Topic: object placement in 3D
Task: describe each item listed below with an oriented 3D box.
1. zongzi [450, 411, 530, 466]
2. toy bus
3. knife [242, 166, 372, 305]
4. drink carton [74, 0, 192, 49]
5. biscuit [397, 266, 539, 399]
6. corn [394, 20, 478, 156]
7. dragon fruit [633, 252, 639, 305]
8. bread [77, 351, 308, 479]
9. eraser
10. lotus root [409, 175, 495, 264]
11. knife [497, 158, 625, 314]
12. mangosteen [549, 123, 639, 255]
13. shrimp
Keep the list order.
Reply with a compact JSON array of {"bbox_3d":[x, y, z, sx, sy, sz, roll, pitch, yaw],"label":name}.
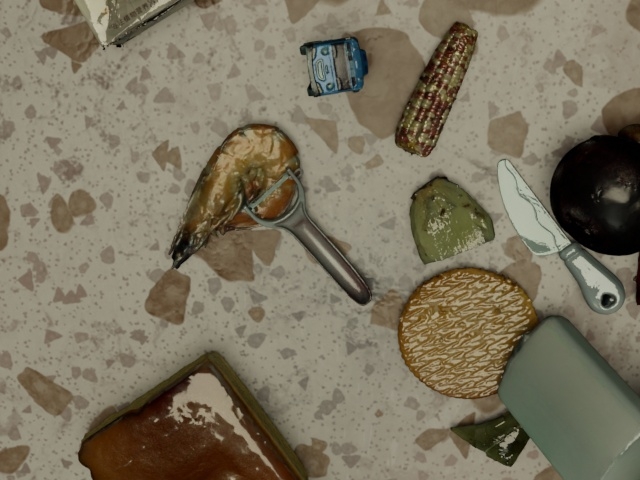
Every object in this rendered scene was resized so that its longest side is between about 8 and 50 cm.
[{"bbox_3d":[0.328,0.317,1.986,0.130,0.062,0.154,33,97,9],"label":"zongzi"},{"bbox_3d":[0.025,-0.289,1.806,0.106,0.184,0.090,-7,102,3],"label":"toy bus"},{"bbox_3d":[0.000,0.000,1.936,0.123,0.053,0.278,-40,103,10],"label":"knife"},{"bbox_3d":[-0.347,-0.503,1.813,0.194,0.132,0.324,-29,97,10],"label":"drink carton"},{"bbox_3d":[0.264,0.167,1.963,0.254,0.035,0.253,1,102,3],"label":"biscuit"},{"bbox_3d":[0.200,-0.254,1.860,0.080,0.079,0.237,26,100,-2],"label":"corn"},{"bbox_3d":[0.591,0.043,1.877,0.083,0.106,0.162,6,100,2],"label":"dragon fruit"},{"bbox_3d":[-0.226,0.413,1.999,0.324,0.143,0.333,-35,97,10],"label":"bread"},{"bbox_3d":[0.429,0.283,1.836,0.104,0.290,0.189,17,115,-36],"label":"eraser"},{"bbox_3d":[0.215,-0.035,1.905,0.143,0.070,0.144,-30,98,9],"label":"lotus root"},{"bbox_3d":[0.406,0.000,1.920,0.080,0.044,0.331,-42,90,19],"label":"knife"},{"bbox_3d":[0.501,-0.098,1.816,0.211,0.211,0.250,41,76,-5],"label":"mangosteen"},{"bbox_3d":[-0.151,-0.063,1.933,0.164,0.062,0.316,34,102,-9],"label":"shrimp"}]
